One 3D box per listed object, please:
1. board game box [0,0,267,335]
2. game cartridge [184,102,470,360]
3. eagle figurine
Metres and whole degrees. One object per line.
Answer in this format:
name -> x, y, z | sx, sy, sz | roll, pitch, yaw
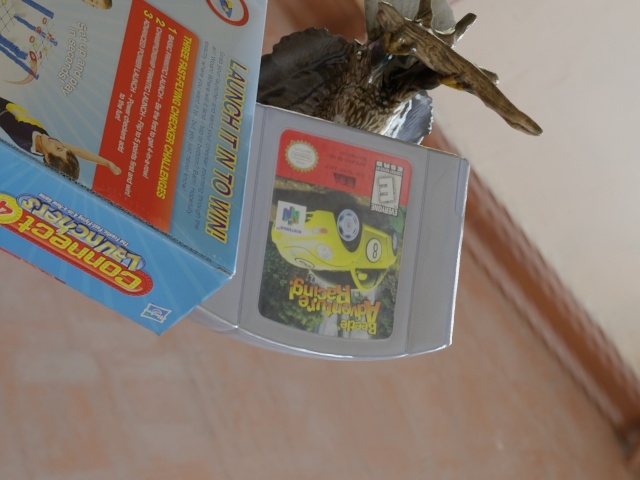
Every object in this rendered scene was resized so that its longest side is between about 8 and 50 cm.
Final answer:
board game box -> -0.188, -0.134, 1.084 | 0.302, 0.086, 0.308 | 32, 40, -25
game cartridge -> 0.000, 0.000, 1.335 | 0.294, 0.060, 0.196 | 11, 86, -35
eagle figurine -> 0.021, -0.102, 1.531 | 0.225, 0.298, 0.226 | -4, 58, -46
